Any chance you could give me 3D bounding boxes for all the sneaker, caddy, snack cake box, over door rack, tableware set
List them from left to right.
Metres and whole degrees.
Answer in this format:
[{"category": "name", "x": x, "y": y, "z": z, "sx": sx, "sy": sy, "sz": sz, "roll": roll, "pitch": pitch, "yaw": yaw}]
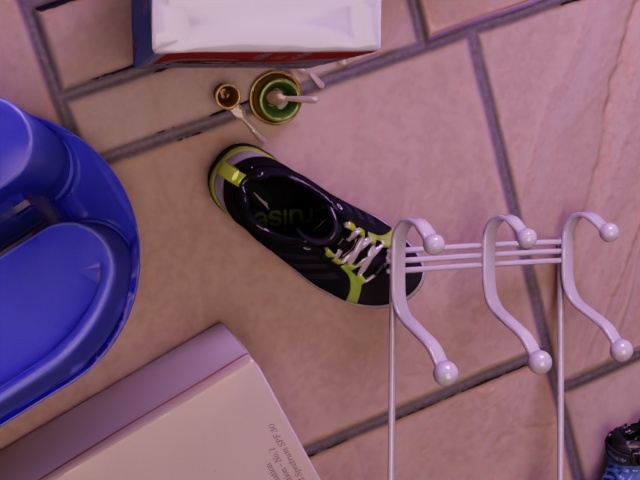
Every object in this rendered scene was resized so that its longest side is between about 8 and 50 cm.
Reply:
[{"category": "caddy", "x": -0.303, "y": 0.038, "z": 0.990, "sx": 0.341, "sy": 0.179, "sz": 0.241, "roll": -32, "pitch": 89, "yaw": -8}, {"category": "snack cake box", "x": -0.058, "y": -0.174, "z": 0.953, "sx": 0.152, "sy": 0.264, "sz": 0.089, "roll": -1, "pitch": 95, "yaw": -11}, {"category": "tableware set", "x": -0.029, "y": -0.165, "z": 1.108, "sx": 0.154, "sy": 0.024, "sz": 0.104, "roll": -45, "pitch": 113, "yaw": -2}, {"category": "sneaker", "x": 0.000, "y": 0.000, "z": 1.121, "sx": 0.235, "sy": 0.097, "sz": 0.084, "roll": 30, "pitch": 94, "yaw": -23}, {"category": "over door rack", "x": 0.162, "y": 0.139, "z": 1.175, "sx": 0.240, "sy": 0.108, "sz": 0.324, "roll": -2, "pitch": 105, "yaw": -36}, {"category": "sneaker", "x": 0.296, "y": 0.236, "z": 1.303, "sx": 0.152, "sy": 0.058, "sz": 0.084, "roll": -32, "pitch": 118, "yaw": -13}]

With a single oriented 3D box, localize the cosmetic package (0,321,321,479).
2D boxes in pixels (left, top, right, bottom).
[{"category": "cosmetic package", "x": -0.170, "y": 0.223, "z": 1.116, "sx": 0.309, "sy": 0.113, "sz": 0.160, "roll": -32, "pitch": 112, "yaw": -10}]
